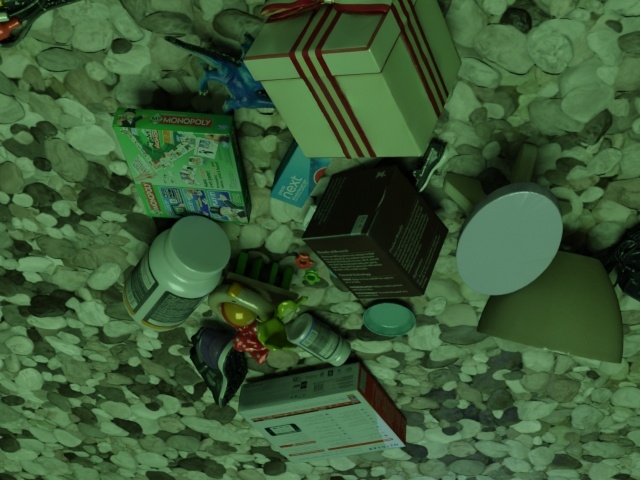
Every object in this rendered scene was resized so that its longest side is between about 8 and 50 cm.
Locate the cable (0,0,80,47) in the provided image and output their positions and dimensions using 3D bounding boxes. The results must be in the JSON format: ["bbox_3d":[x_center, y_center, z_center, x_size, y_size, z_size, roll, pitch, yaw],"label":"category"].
[{"bbox_3d":[-0.496,-0.387,1.562,0.288,0.072,0.139,-6,140,15],"label":"cable"}]

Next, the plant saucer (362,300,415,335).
[{"bbox_3d":[0.156,0.173,2.086,0.120,0.021,0.119,5,138,4],"label":"plant saucer"}]

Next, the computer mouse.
[{"bbox_3d":[0.695,0.076,1.868,0.272,0.072,0.188,35,134,-9],"label":"computer mouse"}]

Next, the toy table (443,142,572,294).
[{"bbox_3d":[0.352,-0.042,1.718,0.252,0.160,0.274,22,134,-10],"label":"toy table"}]

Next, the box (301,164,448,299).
[{"bbox_3d":[0.109,-0.011,1.764,0.167,0.168,0.203,-5,138,43],"label":"box"}]

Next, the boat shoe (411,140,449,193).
[{"bbox_3d":[0.195,-0.136,1.733,0.038,0.046,0.125,23,133,-14],"label":"boat shoe"}]

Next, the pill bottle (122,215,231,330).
[{"bbox_3d":[-0.300,0.069,1.925,0.162,0.162,0.278,25,142,-17],"label":"pill bottle"}]

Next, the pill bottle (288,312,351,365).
[{"bbox_3d":[0.000,0.233,2.134,0.137,0.078,0.078,35,131,-25],"label":"pill bottle"}]

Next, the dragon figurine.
[{"bbox_3d":[-0.134,-0.293,1.589,0.144,0.085,0.289,-21,134,26],"label":"dragon figurine"}]

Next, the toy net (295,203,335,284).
[{"bbox_3d":[0.000,0.000,1.915,0.122,0.045,0.232,-3,134,15],"label":"toy net"}]

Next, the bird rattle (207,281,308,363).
[{"bbox_3d":[-0.146,0.157,1.977,0.207,0.143,0.253,37,158,-18],"label":"bird rattle"}]

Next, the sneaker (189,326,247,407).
[{"bbox_3d":[-0.257,0.300,2.255,0.124,0.107,0.283,28,144,16],"label":"sneaker"}]

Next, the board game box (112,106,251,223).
[{"bbox_3d":[-0.254,-0.135,1.754,0.214,0.046,0.317,5,152,5],"label":"board game box"}]

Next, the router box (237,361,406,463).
[{"bbox_3d":[0.008,0.448,2.345,0.336,0.082,0.301,-14,136,23],"label":"router box"}]

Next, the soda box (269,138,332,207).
[{"bbox_3d":[-0.023,-0.158,1.731,0.071,0.067,0.210,21,136,-13],"label":"soda box"}]

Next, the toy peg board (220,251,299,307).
[{"bbox_3d":[-0.139,0.101,2.033,0.161,0.079,0.160,19,152,-10],"label":"toy peg board"}]

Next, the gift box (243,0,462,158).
[{"bbox_3d":[0.051,-0.307,1.438,0.255,0.276,0.258,-2,141,30],"label":"gift box"}]

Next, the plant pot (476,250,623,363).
[{"bbox_3d":[0.468,0.118,1.819,0.284,0.190,0.284,12,180,0],"label":"plant pot"}]
